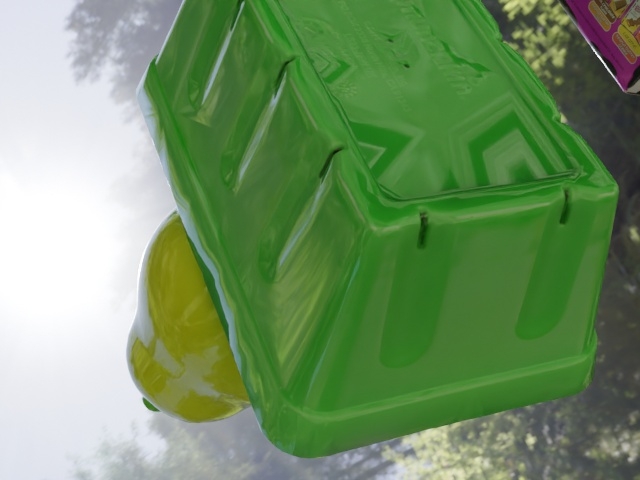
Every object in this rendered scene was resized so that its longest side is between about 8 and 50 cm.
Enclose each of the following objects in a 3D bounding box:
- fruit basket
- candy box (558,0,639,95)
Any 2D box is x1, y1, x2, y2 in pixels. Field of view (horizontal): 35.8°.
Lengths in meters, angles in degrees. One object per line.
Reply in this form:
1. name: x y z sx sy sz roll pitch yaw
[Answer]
1. fruit basket: 0.000 0.000 0.741 0.283 0.392 0.392 -9 -113 -22
2. candy box: 0.307 -0.257 0.826 0.071 0.233 0.159 1 -131 -29
